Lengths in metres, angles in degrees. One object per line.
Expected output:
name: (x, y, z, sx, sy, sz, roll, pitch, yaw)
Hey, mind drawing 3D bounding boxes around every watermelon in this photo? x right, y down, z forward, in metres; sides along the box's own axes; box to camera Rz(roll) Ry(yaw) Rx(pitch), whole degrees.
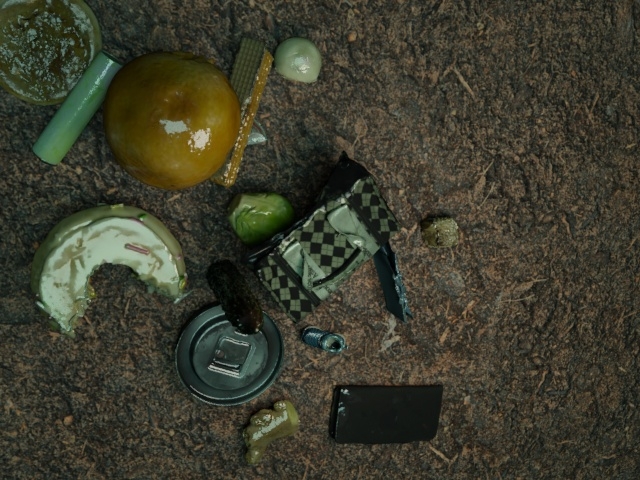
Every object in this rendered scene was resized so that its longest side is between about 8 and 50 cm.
watermelon: (-0.177, -0.282, 1.747, 0.085, 0.061, 0.085, -3, 105, -11)

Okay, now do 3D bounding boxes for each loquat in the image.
loquat: (-0.348, -0.285, 1.560, 0.328, 0.328, 0.328, -4, 104, -16)

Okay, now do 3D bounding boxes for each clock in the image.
clock: (-0.257, 0.315, 1.868, 0.313, 0.061, 0.312, -4, 104, -16)

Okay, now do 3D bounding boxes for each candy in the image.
candy: (0.356, -0.023, 1.968, 0.110, 0.085, 0.095, -12, 101, -25)

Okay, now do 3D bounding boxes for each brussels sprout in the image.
brussels sprout: (-0.160, -0.055, 1.761, 0.181, 0.161, 0.144, 16, 59, -20)

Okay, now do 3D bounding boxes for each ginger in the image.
ginger: (-0.162, 0.561, 1.956, 0.213, 0.074, 0.137, -39, 111, 1)

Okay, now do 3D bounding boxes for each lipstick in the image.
lipstick: (-0.580, -0.313, 1.579, 0.076, 0.076, 0.304, 34, 102, -22)

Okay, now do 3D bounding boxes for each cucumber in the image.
cucumber: (-0.218, 0.147, 1.682, 0.096, 0.359, 0.096, -6, 109, -17)

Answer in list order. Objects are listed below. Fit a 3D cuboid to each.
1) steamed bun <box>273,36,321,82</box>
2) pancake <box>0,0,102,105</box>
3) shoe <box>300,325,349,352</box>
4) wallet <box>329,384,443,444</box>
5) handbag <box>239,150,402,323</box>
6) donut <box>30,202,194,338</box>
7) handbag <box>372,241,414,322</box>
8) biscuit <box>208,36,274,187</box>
steamed bun: (-0.054, -0.471, 1.723, 0.130, 0.091, 0.112, 14, 97, -20)
pancake: (-0.649, -0.458, 1.565, 0.282, 0.049, 0.282, -5, 108, -15)
shoe: (0.010, 0.295, 1.943, 0.143, 0.071, 0.064, 17, 97, -16)
wallet: (0.215, 0.546, 2.080, 0.377, 0.051, 0.197, 4, 99, -19)
handbag: (0.000, 0.000, 1.754, 0.416, 0.180, 0.317, -44, 148, -3)
donut: (-0.538, 0.058, 1.670, 0.371, 0.150, 0.307, -18, 107, -13)
handbag: (0.211, 0.121, 1.924, 0.057, 0.144, 0.221, -18, 110, -6)
biscuit: (-0.217, -0.327, 1.706, 0.054, 0.094, 0.378, 4, 106, -62)
